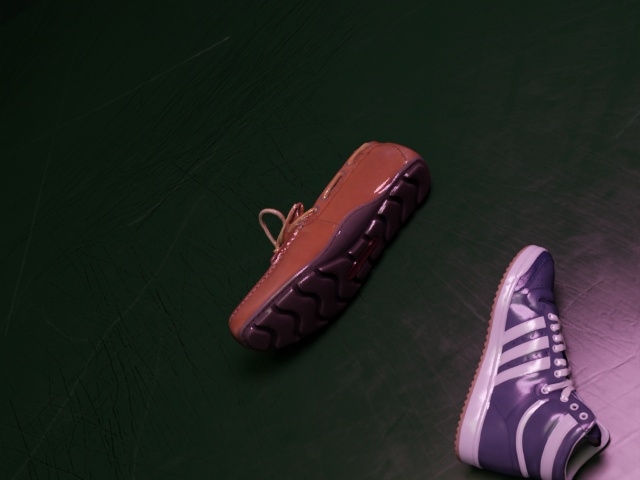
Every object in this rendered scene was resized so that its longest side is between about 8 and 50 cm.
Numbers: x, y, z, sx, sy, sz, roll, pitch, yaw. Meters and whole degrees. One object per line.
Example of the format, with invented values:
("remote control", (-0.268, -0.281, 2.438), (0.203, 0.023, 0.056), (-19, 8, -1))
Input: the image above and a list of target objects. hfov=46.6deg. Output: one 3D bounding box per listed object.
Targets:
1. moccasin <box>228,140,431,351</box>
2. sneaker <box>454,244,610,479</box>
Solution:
("moccasin", (-0.001, -0.002, 1.086), (0.147, 0.139, 0.380), (28, 76, 37))
("sneaker", (0.273, 0.147, 0.878), (0.153, 0.099, 0.282), (10, 73, 37))
